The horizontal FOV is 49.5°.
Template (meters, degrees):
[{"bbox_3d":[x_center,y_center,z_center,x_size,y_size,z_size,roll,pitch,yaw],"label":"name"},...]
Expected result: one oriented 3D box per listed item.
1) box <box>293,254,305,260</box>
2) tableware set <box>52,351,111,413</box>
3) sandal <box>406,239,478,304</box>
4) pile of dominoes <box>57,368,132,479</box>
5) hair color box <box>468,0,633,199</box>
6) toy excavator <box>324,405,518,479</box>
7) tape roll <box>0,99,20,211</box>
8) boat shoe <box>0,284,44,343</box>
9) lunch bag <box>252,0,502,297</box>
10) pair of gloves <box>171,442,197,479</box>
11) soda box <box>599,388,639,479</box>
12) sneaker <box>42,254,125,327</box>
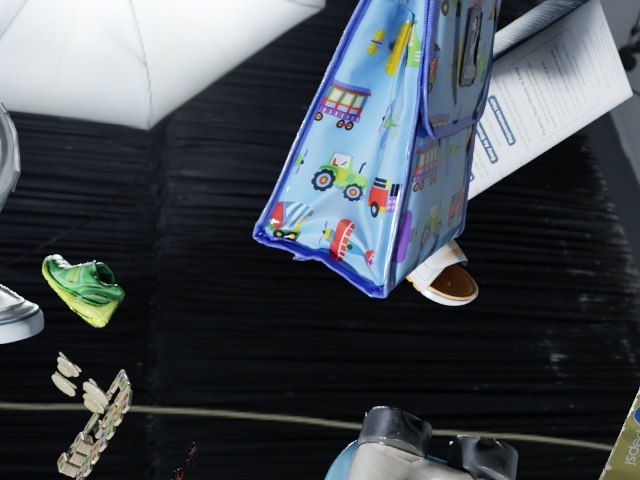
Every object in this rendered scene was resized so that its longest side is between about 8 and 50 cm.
[{"bbox_3d":[0.000,0.000,1.495,0.081,0.136,0.028,17,-135,-64],"label":"box"},{"bbox_3d":[-0.499,0.305,1.448,0.020,0.141,0.169,-51,-1,-38],"label":"tableware set"},{"bbox_3d":[0.157,-0.005,1.137,0.265,0.102,0.076,46,137,17],"label":"sandal"},{"bbox_3d":[-0.530,0.434,1.636,0.251,0.040,0.196,-59,25,-6],"label":"pile of dominoes"},{"bbox_3d":[0.272,-0.206,1.051,0.174,0.347,0.105,56,-177,-26],"label":"hair color box"},{"bbox_3d":[0.189,0.488,1.158,0.445,0.432,0.223,117,172,-58],"label":"toy excavator"},{"bbox_3d":[-0.590,-0.123,1.003,0.100,0.286,0.287,-32,55,56],"label":"tape roll"},{"bbox_3d":[-0.610,0.065,1.122,0.136,0.366,0.157,-28,-57,-64],"label":"boat shoe"},{"bbox_3d":[0.080,-0.132,0.616,0.221,0.138,0.294,-29,-42,-58],"label":"lunch bag"},{"bbox_3d":[-0.247,0.414,1.259,0.074,0.010,0.083,98,-162,-45],"label":"pair of gloves"},{"bbox_3d":[0.396,0.247,0.827,0.058,0.181,0.061,-3,126,50],"label":"soda box"},{"bbox_3d":[-0.551,0.104,1.634,0.295,0.123,0.109,28,153,40],"label":"sneaker"}]
